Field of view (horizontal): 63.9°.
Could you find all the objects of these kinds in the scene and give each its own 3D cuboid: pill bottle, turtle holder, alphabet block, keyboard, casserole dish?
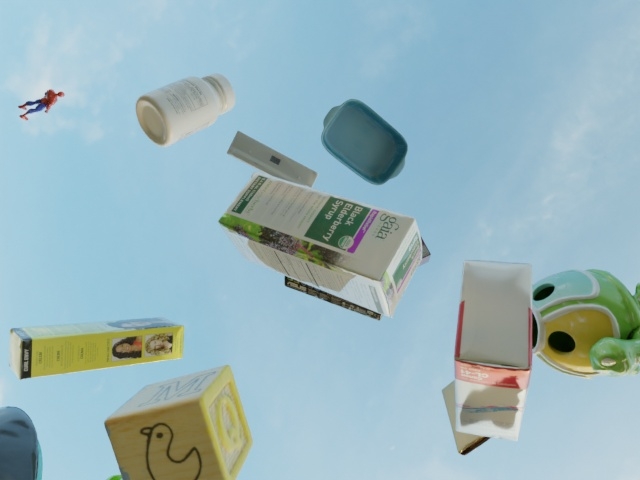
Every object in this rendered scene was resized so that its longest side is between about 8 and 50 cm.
[{"bbox_3d":[-0.330,-0.336,1.283,0.131,0.229,0.131,26,-44,29],"label":"pill bottle"},{"bbox_3d":[0.571,0.205,1.123,0.227,0.320,0.243,-2,-50,-3],"label":"turtle holder"},{"bbox_3d":[-0.269,0.382,1.020,0.197,0.193,0.192,-16,-85,8],"label":"alphabet block"},{"bbox_3d":[-0.131,-0.215,1.434,0.256,0.014,0.072,26,-95,-14],"label":"keyboard"},{"bbox_3d":[0.082,-0.188,0.986,0.188,0.037,0.114,34,-85,-22],"label":"casserole dish"}]

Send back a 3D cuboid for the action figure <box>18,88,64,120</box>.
[{"bbox_3d":[-0.566,-0.280,1.046,0.115,0.030,0.038,-16,-104,24],"label":"action figure"}]

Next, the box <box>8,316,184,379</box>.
[{"bbox_3d":[-0.332,0.157,0.777,0.087,0.232,0.058,4,-87,49],"label":"box"}]

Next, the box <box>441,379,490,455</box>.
[{"bbox_3d":[0.374,0.388,1.225,0.021,0.201,0.164,38,-68,-17],"label":"box"}]

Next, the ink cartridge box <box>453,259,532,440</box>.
[{"bbox_3d":[0.330,0.217,0.993,0.131,0.226,0.306,4,-41,17],"label":"ink cartridge box"}]

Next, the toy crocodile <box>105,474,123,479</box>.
[{"bbox_3d":[-0.386,0.592,1.163,0.115,0.340,0.105,-25,-127,42],"label":"toy crocodile"}]

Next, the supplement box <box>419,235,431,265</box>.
[{"bbox_3d":[0.220,0.014,1.207,0.043,0.055,0.083,-23,-111,-4],"label":"supplement box"}]

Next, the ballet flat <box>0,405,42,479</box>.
[{"bbox_3d":[-0.211,0.177,0.268,0.095,0.096,0.280,-30,-143,-6],"label":"ballet flat"}]

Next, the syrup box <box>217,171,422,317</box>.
[{"bbox_3d":[0.000,0.000,0.646,0.237,0.096,0.093,19,-117,29],"label":"syrup box"}]

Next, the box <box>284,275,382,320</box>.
[{"bbox_3d":[0.029,0.031,0.860,0.191,0.045,0.184,18,-51,18],"label":"box"}]
